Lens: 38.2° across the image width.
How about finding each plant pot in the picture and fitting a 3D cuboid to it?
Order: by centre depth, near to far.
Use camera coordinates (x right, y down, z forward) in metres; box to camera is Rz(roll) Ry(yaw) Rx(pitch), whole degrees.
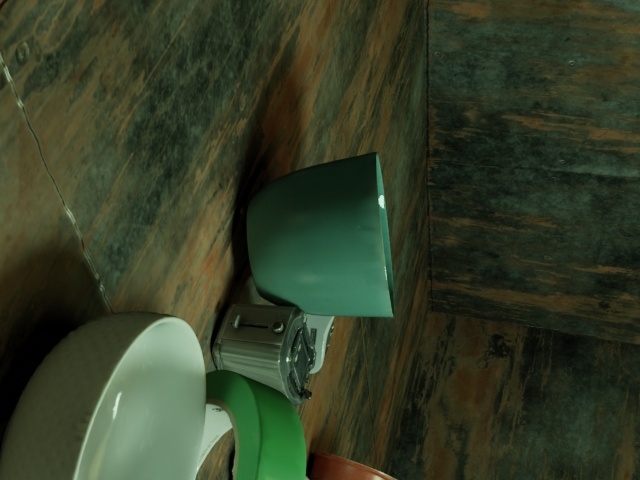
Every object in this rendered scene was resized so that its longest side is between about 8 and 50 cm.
[{"bbox_3d":[0.000,0.000,1.636,0.293,0.235,0.292,-5,90,-83],"label":"plant pot"},{"bbox_3d":[0.062,0.712,2.342,0.272,0.273,0.265,67,41,-64],"label":"plant pot"}]

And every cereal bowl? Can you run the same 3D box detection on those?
[{"bbox_3d":[-0.256,0.239,1.037,0.339,0.141,0.338,8,90,-76],"label":"cereal bowl"}]

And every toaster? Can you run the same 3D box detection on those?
[{"bbox_3d":[-0.096,0.201,1.623,0.227,0.147,0.129,77,26,-54],"label":"toaster"}]

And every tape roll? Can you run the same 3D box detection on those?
[{"bbox_3d":[-0.148,0.332,1.210,0.077,0.321,0.321,28,64,-30],"label":"tape roll"}]

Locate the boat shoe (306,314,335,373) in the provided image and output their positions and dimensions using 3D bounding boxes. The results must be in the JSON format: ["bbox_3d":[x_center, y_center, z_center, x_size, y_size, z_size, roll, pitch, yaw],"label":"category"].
[{"bbox_3d":[-0.001,0.193,2.133,0.076,0.080,0.228,-37,135,-78],"label":"boat shoe"}]

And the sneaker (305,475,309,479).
[{"bbox_3d":[-0.129,0.560,1.743,0.447,0.169,0.257,-79,161,-47],"label":"sneaker"}]
